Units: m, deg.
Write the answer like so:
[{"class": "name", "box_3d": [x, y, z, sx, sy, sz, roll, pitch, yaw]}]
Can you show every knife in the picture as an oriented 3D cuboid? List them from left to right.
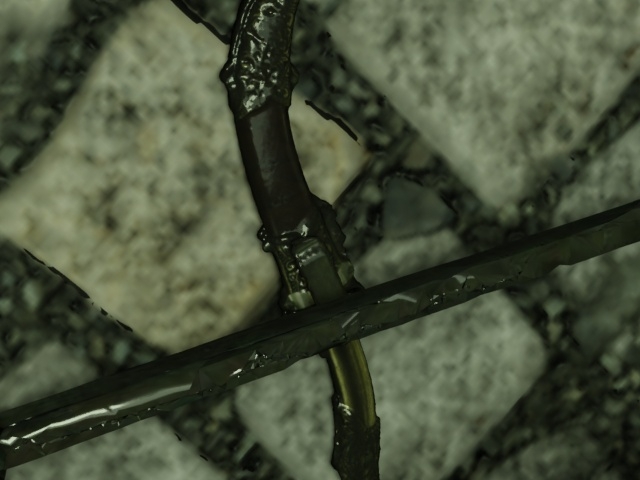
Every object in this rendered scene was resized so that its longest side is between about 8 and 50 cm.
[{"class": "knife", "box_3d": [-0.006, 0.001, 0.720, 0.046, 0.021, 0.222, -14, 106, -19]}]

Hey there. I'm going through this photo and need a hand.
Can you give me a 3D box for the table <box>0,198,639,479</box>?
[{"class": "table", "box_3d": [0.078, 0.148, 0.635, 0.335, 0.272, 0.222, -17, 114, -15]}]
